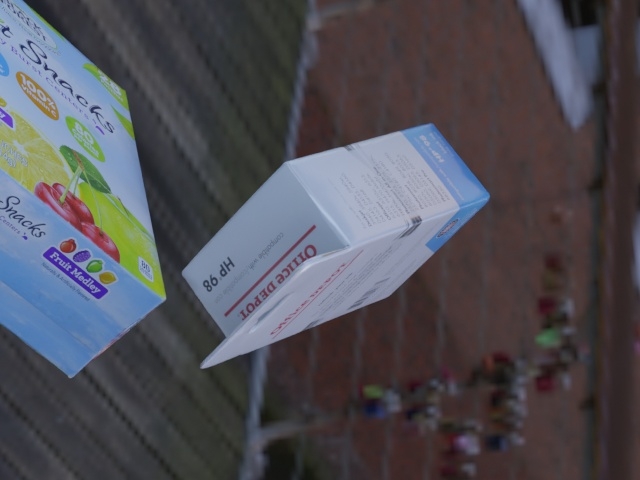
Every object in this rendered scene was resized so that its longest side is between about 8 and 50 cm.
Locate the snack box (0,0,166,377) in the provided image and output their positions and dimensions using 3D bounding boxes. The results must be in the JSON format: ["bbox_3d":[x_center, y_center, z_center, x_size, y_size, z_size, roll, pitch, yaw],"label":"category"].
[{"bbox_3d":[-0.167,-0.058,0.903,0.174,0.070,0.207,42,16,-32],"label":"snack box"}]

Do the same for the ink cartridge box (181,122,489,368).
[{"bbox_3d":[0.000,0.000,1.008,0.180,0.104,0.060,-18,68,-52],"label":"ink cartridge box"}]
